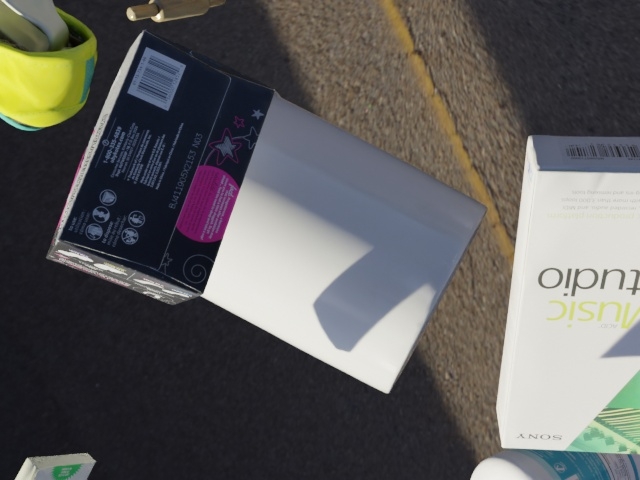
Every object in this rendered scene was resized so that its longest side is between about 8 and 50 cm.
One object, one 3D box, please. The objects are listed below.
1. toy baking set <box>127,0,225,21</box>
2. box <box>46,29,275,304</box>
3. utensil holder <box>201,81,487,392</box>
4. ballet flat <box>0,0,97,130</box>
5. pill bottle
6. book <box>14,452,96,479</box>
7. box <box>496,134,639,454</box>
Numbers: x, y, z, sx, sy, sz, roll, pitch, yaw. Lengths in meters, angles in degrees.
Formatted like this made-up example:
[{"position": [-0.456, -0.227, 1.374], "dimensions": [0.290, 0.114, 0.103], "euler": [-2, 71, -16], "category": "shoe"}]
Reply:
[{"position": [-0.121, -0.338, 1.085], "dimensions": [0.197, 0.256, 0.030], "euler": [-35, 84, 39], "category": "toy baking set"}, {"position": [-0.179, -0.073, 0.974], "dimensions": [0.163, 0.142, 0.247], "euler": [23, 73, -17], "category": "box"}, {"position": [0.000, 0.000, 1.280], "dimensions": [0.385, 0.327, 0.327], "euler": [29, 110, 10], "category": "utensil holder"}, {"position": [-0.210, -0.151, 0.451], "dimensions": [0.231, 0.077, 0.077], "euler": [39, 137, -12], "category": "ballet flat"}, {"position": [0.337, 0.324, 1.192], "dimensions": [0.146, 0.264, 0.146], "euler": [18, 113, 50], "category": "pill bottle"}, {"position": [-0.345, 0.328, 1.079], "dimensions": [0.035, 0.096, 0.144], "euler": [32, 99, 31], "category": "book"}, {"position": [0.279, 0.060, 0.747], "dimensions": [0.232, 0.058, 0.322], "euler": [1, 129, 6], "category": "box"}]
